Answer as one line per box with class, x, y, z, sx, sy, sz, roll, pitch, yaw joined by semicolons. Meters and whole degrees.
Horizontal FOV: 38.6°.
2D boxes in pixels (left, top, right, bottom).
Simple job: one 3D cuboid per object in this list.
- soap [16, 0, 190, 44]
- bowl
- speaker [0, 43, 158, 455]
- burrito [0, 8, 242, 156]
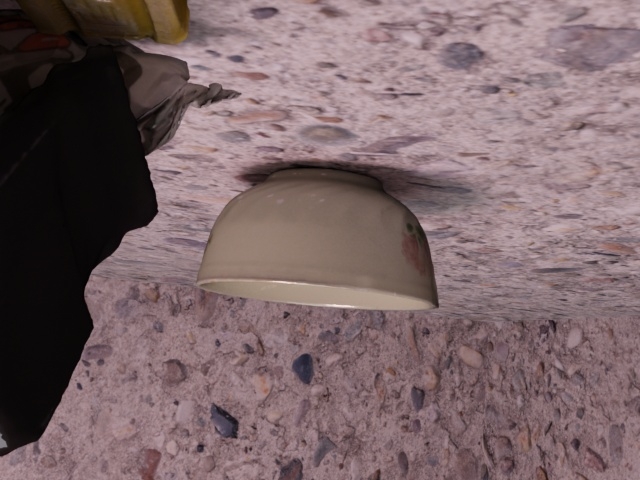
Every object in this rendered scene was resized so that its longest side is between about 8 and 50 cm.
soap;-0.123;-0.155;0.446;0.092;0.037;0.252;6;172;-1
bowl;0.000;0.000;1.053;0.277;0.145;0.277;3;171;1
speaker;-0.305;0.008;0.521;0.388;0.184;0.180;-2;135;3
burrito;-0.275;-0.075;0.598;0.445;0.101;0.139;-12;137;-1
